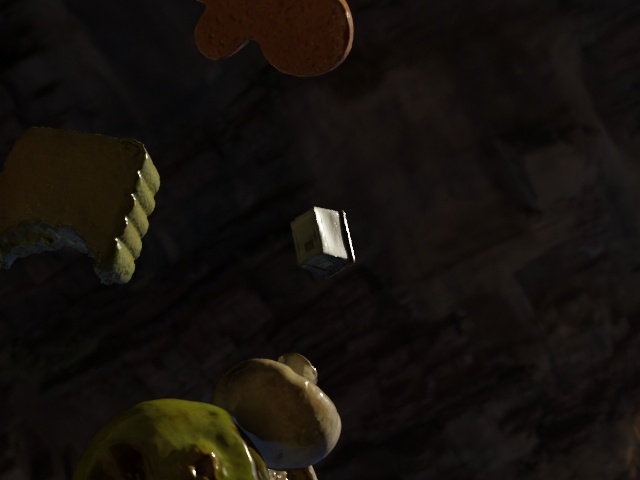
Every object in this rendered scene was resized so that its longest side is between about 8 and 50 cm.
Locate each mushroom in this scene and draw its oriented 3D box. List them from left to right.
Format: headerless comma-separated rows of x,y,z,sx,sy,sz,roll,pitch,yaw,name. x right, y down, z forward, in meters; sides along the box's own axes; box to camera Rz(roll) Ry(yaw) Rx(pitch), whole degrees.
-0.052,0.212,1.519,0.166,0.166,0.127,4,-135,44,mushroom

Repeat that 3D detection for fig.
-0.179,0.313,1.393,0.271,0.239,0.239,-47,-170,46,fig

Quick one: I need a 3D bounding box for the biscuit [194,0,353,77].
-0.092,-0.315,1.465,0.205,0.324,0.049,-56,166,16,biscuit

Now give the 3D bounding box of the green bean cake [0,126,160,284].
-0.383,-0.045,1.890,0.236,0.124,0.233,10,-113,14,green bean cake

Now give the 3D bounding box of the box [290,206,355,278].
0.000,0.000,1.662,0.060,0.063,0.085,-30,-122,37,box

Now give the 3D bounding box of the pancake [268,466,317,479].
-0.092,0.440,1.940,0.065,0.356,0.356,-27,-153,29,pancake
